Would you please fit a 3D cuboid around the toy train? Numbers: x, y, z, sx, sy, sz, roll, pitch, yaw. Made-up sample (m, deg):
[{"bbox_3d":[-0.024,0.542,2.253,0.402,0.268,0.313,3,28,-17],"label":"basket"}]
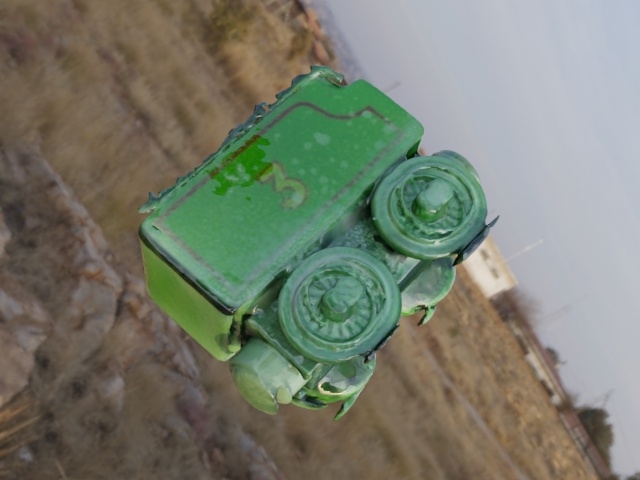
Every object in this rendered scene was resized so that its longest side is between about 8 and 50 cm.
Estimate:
[{"bbox_3d":[0.000,0.000,0.627,0.188,0.243,0.132,42,-25,12],"label":"toy train"}]
